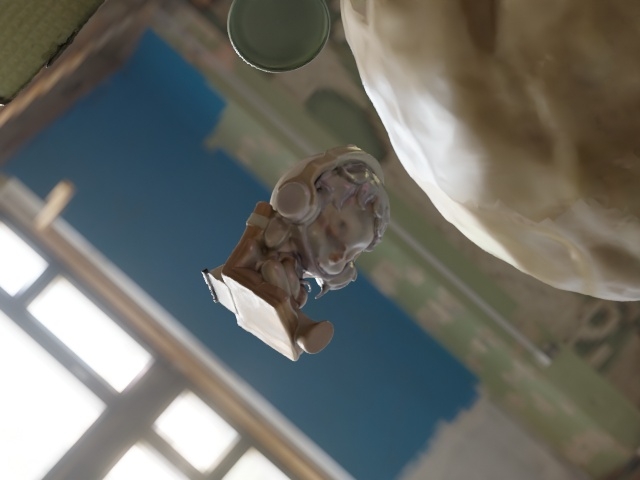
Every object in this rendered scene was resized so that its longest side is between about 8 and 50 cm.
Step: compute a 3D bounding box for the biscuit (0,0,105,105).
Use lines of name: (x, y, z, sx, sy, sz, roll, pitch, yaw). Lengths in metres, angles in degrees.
biscuit: (-0.198, -0.160, 0.888, 0.121, 0.199, 0.040, -47, 39, 10)

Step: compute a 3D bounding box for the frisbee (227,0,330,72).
frisbee: (-0.044, -0.231, 1.897, 0.110, 0.110, 0.014, -49, 19, 20)

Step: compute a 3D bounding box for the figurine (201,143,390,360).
figurine: (-0.003, -0.002, 1.824, 0.236, 0.141, 0.162, -51, -33, -28)

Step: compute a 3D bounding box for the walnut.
walnut: (0.187, -0.157, 1.011, 0.381, 0.381, 0.381, -48, -1, -2)
